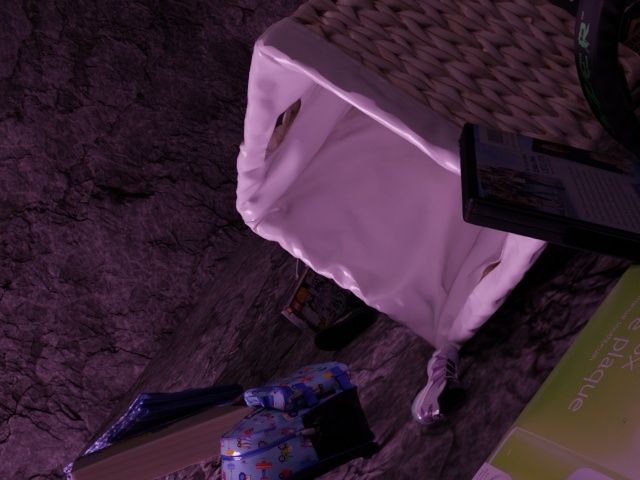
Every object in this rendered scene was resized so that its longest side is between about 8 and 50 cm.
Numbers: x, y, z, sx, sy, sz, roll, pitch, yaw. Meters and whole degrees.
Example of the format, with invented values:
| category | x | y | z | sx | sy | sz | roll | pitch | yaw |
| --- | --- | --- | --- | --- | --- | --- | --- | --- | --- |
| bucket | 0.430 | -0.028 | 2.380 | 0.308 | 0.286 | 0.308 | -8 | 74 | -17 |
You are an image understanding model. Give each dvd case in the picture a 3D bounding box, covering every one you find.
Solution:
| category | x | y | z | sx | sy | sz | roll | pitch | yaw |
| --- | --- | --- | --- | --- | --- | --- | --- | --- | --- |
| dvd case | 0.230 | -0.027 | 0.613 | 0.180 | 0.253 | 0.022 | -71 | -6 | -64 |

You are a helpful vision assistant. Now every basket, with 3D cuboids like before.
| category | x | y | z | sx | sy | sz | roll | pitch | yaw |
| --- | --- | --- | --- | --- | --- | --- | --- | --- | --- |
| basket | 0.112 | -0.107 | 0.904 | 0.266 | 0.331 | 0.328 | -52 | -11 | -29 |

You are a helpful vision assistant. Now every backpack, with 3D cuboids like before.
| category | x | y | z | sx | sy | sz | roll | pitch | yaw |
| --- | --- | --- | --- | --- | --- | --- | --- | --- | --- |
| backpack | -0.044 | 0.227 | 0.964 | 0.173 | 0.116 | 0.158 | -20 | -1 | -23 |

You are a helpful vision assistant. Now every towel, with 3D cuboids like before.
| category | x | y | z | sx | sy | sz | roll | pitch | yaw |
| --- | --- | --- | --- | --- | --- | --- | --- | --- | --- |
| towel | -0.330 | 0.372 | 1.605 | 0.243 | 0.040 | 0.336 | 1 | -34 | -46 |

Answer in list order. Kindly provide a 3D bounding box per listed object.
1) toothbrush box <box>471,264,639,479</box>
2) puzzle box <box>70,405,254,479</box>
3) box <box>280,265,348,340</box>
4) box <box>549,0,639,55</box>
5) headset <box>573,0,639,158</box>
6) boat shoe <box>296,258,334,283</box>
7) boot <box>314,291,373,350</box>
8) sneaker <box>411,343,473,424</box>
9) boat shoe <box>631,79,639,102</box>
| category | x | y | z | sx | sy | sz | roll | pitch | yaw |
| --- | --- | --- | --- | --- | --- | --- | --- | --- | --- |
| toothbrush box | 0.218 | 0.126 | 0.396 | 0.206 | 0.122 | 0.283 | -50 | 12 | -9 |
| puzzle box | -0.264 | 0.340 | 1.332 | 0.272 | 0.052 | 0.409 | -18 | -6 | -18 |
| box | -0.008 | 0.112 | 1.461 | 0.027 | 0.094 | 0.137 | -42 | 13 | 36 |
| box | 0.409 | -0.351 | 0.937 | 0.293 | 0.073 | 0.295 | -46 | 17 | 21 |
| headset | 0.388 | -0.206 | 0.635 | 0.394 | 0.243 | 0.185 | -24 | 23 | 9 |
| boat shoe | 0.004 | 0.002 | 1.783 | 0.105 | 0.113 | 0.306 | -49 | 24 | 36 |
| boot | 0.047 | 0.122 | 1.335 | 0.121 | 0.045 | 0.099 | -36 | 17 | 24 |
| sneaker | 0.141 | 0.151 | 0.870 | 0.069 | 0.038 | 0.098 | -30 | 31 | 57 |
| boat shoe | 0.432 | -0.282 | 1.049 | 0.307 | 0.104 | 0.110 | -45 | 11 | 19 |
